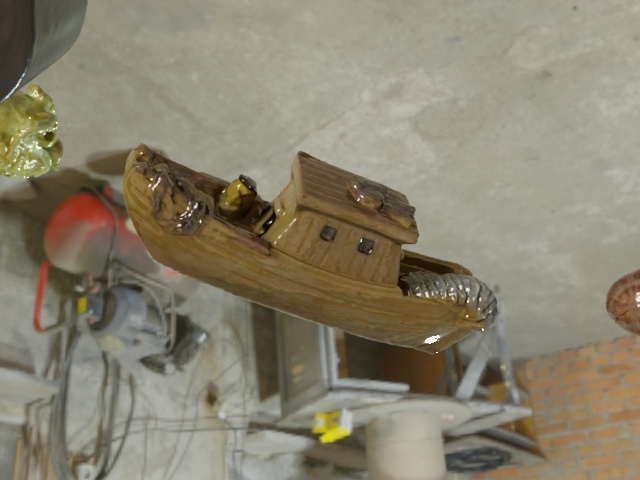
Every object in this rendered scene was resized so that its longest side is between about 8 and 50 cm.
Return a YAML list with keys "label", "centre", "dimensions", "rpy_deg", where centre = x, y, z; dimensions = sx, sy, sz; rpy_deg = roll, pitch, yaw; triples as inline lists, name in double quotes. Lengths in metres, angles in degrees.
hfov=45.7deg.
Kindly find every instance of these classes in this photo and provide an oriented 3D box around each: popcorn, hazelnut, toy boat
- label: "popcorn"
  centre: [-0.446, -0.158, 1.104]
  dimensions: [0.135, 0.142, 0.162]
  rpy_deg: [-19, -172, -18]
- label: "hazelnut"
  centre: [0.334, 0.063, 0.768]
  dimensions: [0.086, 0.086, 0.086]
  rpy_deg: [-4, 154, -2]
- label: "toy boat"
  centre: [0.000, 0.000, 0.605]
  dimensions: [0.321, 0.089, 0.121]
  rpy_deg: [21, 120, -20]

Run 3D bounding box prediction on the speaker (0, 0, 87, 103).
- label: "speaker"
  centre: [-0.196, -0.258, 0.496]
  dimensions: [0.184, 0.180, 0.388]
  rpy_deg: [17, 125, 1]
